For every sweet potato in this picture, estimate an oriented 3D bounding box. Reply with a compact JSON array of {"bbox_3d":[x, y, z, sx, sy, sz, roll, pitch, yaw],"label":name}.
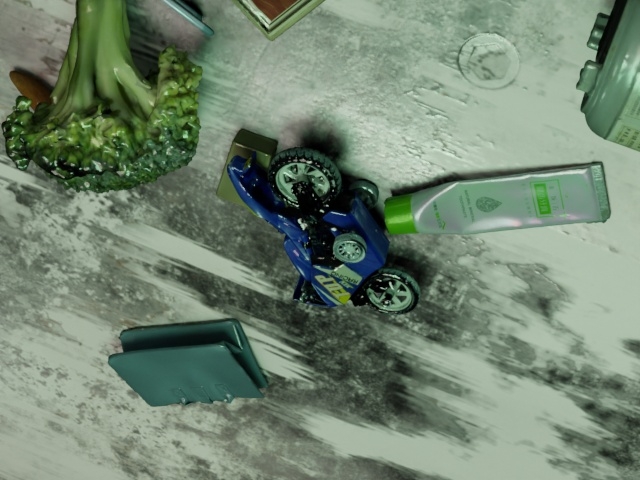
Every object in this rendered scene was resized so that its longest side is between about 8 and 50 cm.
[{"bbox_3d":[-0.343,-0.166,1.629,0.179,0.044,0.044,37,131,-9],"label":"sweet potato"}]

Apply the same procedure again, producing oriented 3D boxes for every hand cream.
[{"bbox_3d":[0.218,-0.044,1.522,0.275,0.050,0.079,-6,153,19],"label":"hand cream"}]

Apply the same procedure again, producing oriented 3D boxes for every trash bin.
[{"bbox_3d":[-0.095,-0.093,1.592,0.061,0.043,0.092,21,131,3],"label":"trash bin"}]

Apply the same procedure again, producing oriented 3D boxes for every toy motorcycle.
[{"bbox_3d":[0.000,0.000,1.584,0.169,0.113,0.315,-16,128,29],"label":"toy motorcycle"}]

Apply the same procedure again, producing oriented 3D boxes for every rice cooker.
[{"bbox_3d":[0.415,-0.180,1.186,0.316,0.264,0.317,17,145,12],"label":"rice cooker"}]

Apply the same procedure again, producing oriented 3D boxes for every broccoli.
[{"bbox_3d":[-0.264,-0.179,1.483,0.263,0.247,0.243,7,103,64],"label":"broccoli"}]

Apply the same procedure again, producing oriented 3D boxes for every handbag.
[{"bbox_3d":[-0.202,0.195,1.862,0.221,0.057,0.144,-8,128,26],"label":"handbag"}]

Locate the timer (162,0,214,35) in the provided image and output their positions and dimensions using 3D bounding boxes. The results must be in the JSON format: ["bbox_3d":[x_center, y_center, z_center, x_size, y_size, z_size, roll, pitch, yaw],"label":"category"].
[{"bbox_3d":[-0.231,-0.343,1.381,0.255,0.175,0.175,12,134,-15],"label":"timer"}]

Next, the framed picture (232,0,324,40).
[{"bbox_3d":[-0.038,-0.366,1.366,0.273,0.016,0.216,-32,112,37],"label":"framed picture"}]
